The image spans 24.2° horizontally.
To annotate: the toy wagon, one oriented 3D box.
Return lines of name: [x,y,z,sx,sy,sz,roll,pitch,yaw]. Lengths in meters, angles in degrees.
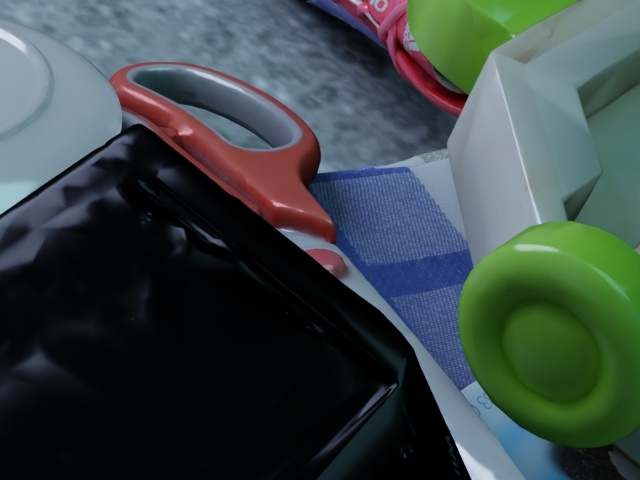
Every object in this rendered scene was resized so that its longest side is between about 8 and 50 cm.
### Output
toy wagon: [0.147,-0.008,0.446,0.344,0.068,0.267,39,43,19]

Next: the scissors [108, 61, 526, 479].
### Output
scissors: [0.000,0.000,0.455,0.109,0.021,0.297,-14,31,-37]

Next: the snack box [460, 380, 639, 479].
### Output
snack box: [0.128,0.099,0.423,0.187,0.060,0.322,44,45,19]

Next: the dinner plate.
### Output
dinner plate: [-0.135,-0.047,0.482,0.141,0.017,0.141,5,37,-4]

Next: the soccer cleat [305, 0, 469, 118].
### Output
soccer cleat: [0.043,-0.104,0.619,0.248,0.083,0.095,33,38,30]

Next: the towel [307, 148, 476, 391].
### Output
towel: [0.134,0.033,0.574,0.285,0.034,0.209,-10,52,-39]

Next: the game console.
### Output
game console: [-0.152,0.010,0.352,0.213,0.044,0.361,-37,62,-27]
